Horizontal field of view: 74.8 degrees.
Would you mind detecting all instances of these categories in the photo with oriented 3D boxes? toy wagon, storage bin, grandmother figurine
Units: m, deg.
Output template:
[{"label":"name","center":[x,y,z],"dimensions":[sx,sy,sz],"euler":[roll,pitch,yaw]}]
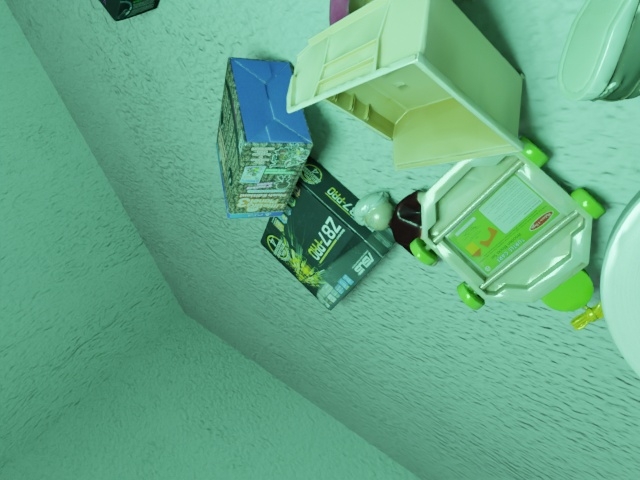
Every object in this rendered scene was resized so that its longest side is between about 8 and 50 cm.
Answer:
[{"label":"toy wagon","center":[0.336,0.007,0.720],"dimensions":[0.344,0.068,0.267],"euler":[44,119,4]},{"label":"storage bin","center":[0.125,-0.218,0.633],"dimensions":[0.262,0.123,0.260],"euler":[17,169,-39]},{"label":"grandmother figurine","center":[0.222,-0.021,0.892],"dimensions":[0.342,0.104,0.208],"euler":[24,133,28]}]

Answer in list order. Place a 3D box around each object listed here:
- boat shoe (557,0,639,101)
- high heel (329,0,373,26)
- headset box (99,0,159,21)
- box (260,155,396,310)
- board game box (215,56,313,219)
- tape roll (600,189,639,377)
[{"label":"boat shoe","center":[0.356,-0.297,0.433],"dimensions":[0.091,0.109,0.305],"euler":[2,127,-5]},{"label":"high heel","center":[0.090,-0.395,0.653],"dimensions":[0.117,0.082,0.244],"euler":[46,137,22]},{"label":"headset box","center":[-0.459,-0.694,0.930],"dimensions":[0.283,0.131,0.246],"euler":[-15,114,54]},{"label":"box","center":[0.000,0.000,1.177],"dimensions":[0.318,0.097,0.395],"euler":[42,147,5]},{"label":"board game box","center":[-0.145,-0.221,0.966],"dimensions":[0.291,0.140,0.232],"euler":[123,137,-57]},{"label":"tape roll","center":[0.544,0.056,0.466],"dimensions":[0.391,0.072,0.393],"euler":[11,109,34]}]
